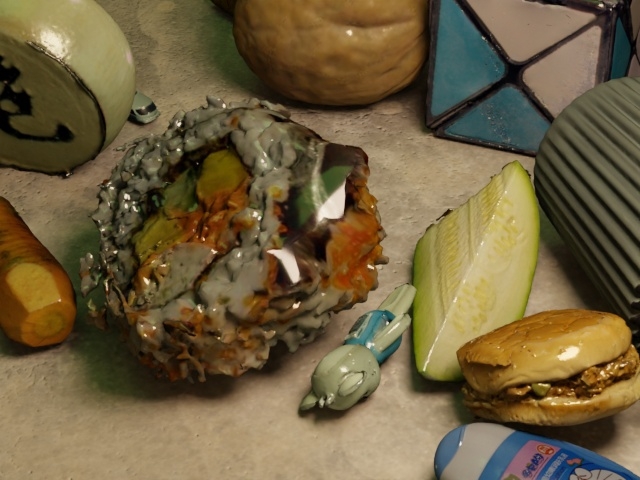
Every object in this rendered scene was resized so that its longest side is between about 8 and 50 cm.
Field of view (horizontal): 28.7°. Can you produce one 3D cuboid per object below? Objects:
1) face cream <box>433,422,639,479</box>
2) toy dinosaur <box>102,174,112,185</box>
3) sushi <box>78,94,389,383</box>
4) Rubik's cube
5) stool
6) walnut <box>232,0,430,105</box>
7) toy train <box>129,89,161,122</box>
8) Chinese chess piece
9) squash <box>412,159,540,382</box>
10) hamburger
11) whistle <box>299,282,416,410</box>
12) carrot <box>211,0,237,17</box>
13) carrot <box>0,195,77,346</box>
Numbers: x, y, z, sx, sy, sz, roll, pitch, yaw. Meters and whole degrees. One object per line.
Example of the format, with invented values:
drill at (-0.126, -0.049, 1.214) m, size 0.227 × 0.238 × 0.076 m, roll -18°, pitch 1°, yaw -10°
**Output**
face cream at (0.246, 0.275, 1.369) m, size 0.264 × 0.083 × 0.149 m, roll 21°, pitch 39°, yaw 28°
toy dinosaur at (-0.228, -0.083, 1.895) m, size 0.142 × 0.057 × 0.212 m, roll -35°, pitch 45°, yaw -19°
sushi at (-0.126, 0.000, 1.608) m, size 0.417 × 0.176 × 0.417 m, roll -14°, pitch 50°, yaw 18°
Rubik's cube at (0.351, -0.324, 1.970) m, size 0.307 × 0.305 × 0.310 m, roll 15°, pitch 39°, yaw 18°
stool at (0.454, -0.033, 1.599) m, size 0.297 × 0.297 × 0.330 m, roll -12°, pitch 34°, yaw -11°
walnut at (0.039, -0.394, 2.061) m, size 0.381 × 0.381 × 0.381 m, roll -2°, pitch 38°, yaw 2°
toy train at (-0.351, -0.246, 2.121) m, size 0.207 × 0.047 × 0.043 m, roll 26°, pitch 48°, yaw 35°
Chinese chess piece at (-0.454, -0.256, 1.897) m, size 0.349 × 0.349 × 0.146 m, roll 8°, pitch 54°, yaw 15°
squash at (0.224, 0.055, 1.619) m, size 0.203 × 0.111 × 0.289 m, roll -40°, pitch 24°, yaw 24°
hamburger at (0.270, 0.149, 1.465) m, size 0.214 × 0.108 × 0.214 m, roll -15°, pitch 6°, yaw 1°
whistle at (0.061, 0.135, 1.571) m, size 0.114 × 0.077 × 0.236 m, roll -29°, pitch 15°, yaw 44°
carrot at (-0.133, -0.428, 2.327) m, size 0.069 × 0.069 × 0.228 m, roll -24°, pitch 41°, yaw -25°
carrot at (-0.423, 0.033, 1.714) m, size 0.114 × 0.114 × 0.302 m, roll -22°, pitch 41°, yaw -22°
